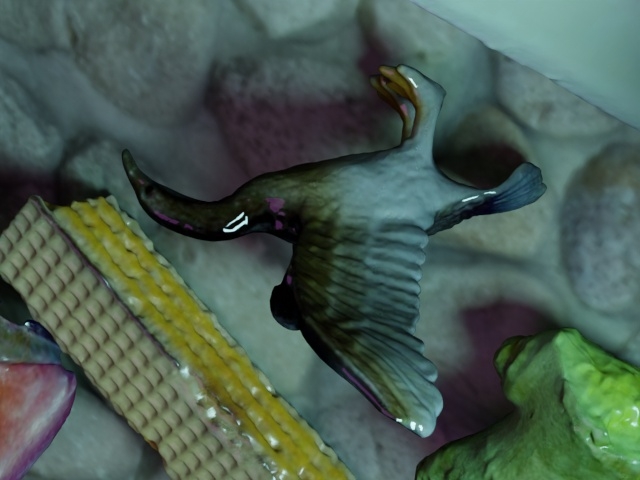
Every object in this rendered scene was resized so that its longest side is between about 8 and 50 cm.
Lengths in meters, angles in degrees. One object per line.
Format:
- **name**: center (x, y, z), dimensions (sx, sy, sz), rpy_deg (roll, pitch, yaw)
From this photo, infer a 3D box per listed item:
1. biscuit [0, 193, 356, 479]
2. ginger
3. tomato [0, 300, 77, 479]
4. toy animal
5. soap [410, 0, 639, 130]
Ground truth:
- **biscuit**: center (-0.061, 0.125, 0.982), dimensions (0.378, 0.054, 0.094), rpy_deg (49, 134, 1)
- **ginger**: center (0.117, 0.174, 0.859), dimensions (0.137, 0.089, 0.290), rpy_deg (5, 122, 3)
- **tomato**: center (-0.348, 0.114, 1.031), dimensions (0.335, 0.176, 0.290), rpy_deg (32, 151, -30)
- **toy animal**: center (0.004, -0.015, 0.791), dimensions (0.197, 0.160, 0.272), rpy_deg (38, 170, 2)
- **soap**: center (0.134, -0.203, 0.639), dimensions (0.159, 0.302, 0.257), rpy_deg (-3, 71, 44)
